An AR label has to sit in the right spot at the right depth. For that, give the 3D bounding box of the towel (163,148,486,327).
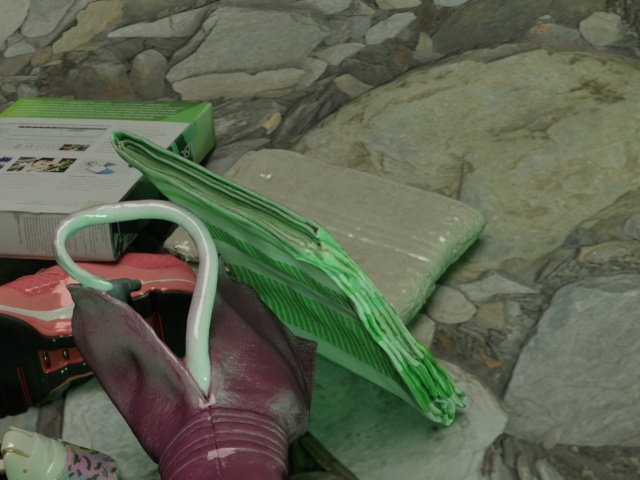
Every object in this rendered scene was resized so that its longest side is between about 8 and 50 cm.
[{"bbox_3d":[0.000,0.000,1.708,0.282,0.049,0.187,18,48,28],"label":"towel"}]

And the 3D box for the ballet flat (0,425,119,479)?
[{"bbox_3d":[-0.291,0.199,1.500,0.221,0.079,0.077,-3,39,7],"label":"ballet flat"}]

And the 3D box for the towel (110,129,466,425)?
[{"bbox_3d":[-0.023,0.038,1.464,0.248,0.325,0.038,27,76,36],"label":"towel"}]

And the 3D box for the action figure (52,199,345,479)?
[{"bbox_3d":[-0.064,0.166,1.344,0.248,0.275,0.370,-12,40,-5],"label":"action figure"}]

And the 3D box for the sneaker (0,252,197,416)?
[{"bbox_3d":[-0.258,0.078,1.637,0.314,0.116,0.136,-7,29,-8],"label":"sneaker"}]

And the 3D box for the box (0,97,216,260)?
[{"bbox_3d":[-0.265,-0.070,1.769,0.232,0.058,0.322,3,26,15],"label":"box"}]
